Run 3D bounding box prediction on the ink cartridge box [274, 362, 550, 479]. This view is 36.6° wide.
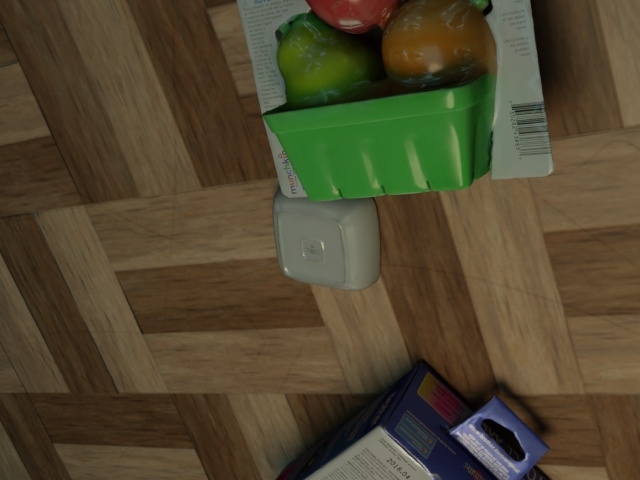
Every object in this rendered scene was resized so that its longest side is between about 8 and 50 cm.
[{"bbox_3d":[0.125,0.348,1.286,0.270,0.151,0.395,44,132,-2],"label":"ink cartridge box"}]

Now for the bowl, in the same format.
[{"bbox_3d":[0.000,0.000,1.206,0.142,0.053,0.142,11,123,26],"label":"bowl"}]

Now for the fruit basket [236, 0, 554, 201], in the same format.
[{"bbox_3d":[0.062,-0.224,0.994,0.327,0.165,0.353,-4,100,31],"label":"fruit basket"}]
